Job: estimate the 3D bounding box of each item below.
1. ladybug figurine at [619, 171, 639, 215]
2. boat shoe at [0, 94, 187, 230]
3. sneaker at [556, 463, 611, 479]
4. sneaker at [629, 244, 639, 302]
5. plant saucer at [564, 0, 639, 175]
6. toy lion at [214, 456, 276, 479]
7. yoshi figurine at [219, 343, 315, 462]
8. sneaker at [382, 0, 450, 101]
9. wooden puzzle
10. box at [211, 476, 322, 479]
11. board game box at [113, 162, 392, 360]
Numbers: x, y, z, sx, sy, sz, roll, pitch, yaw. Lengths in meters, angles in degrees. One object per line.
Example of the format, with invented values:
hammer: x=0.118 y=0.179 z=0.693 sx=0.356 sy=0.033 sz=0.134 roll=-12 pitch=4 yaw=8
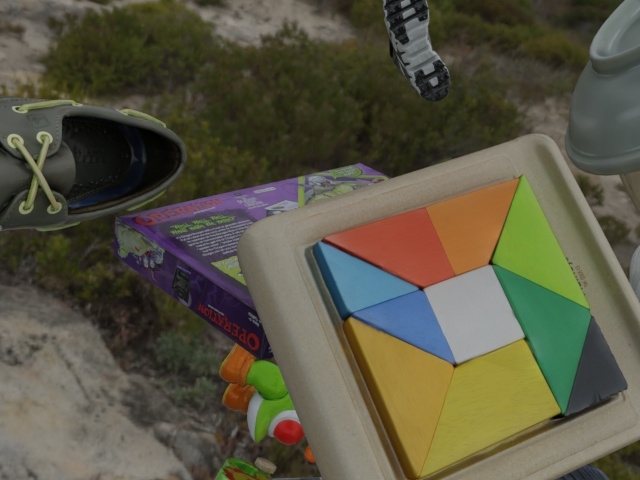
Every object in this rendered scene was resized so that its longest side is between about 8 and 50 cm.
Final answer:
ladybug figurine: x=0.733 y=-0.152 z=1.576 sx=0.449 sy=0.162 sz=0.305 roll=43 pitch=53 yaw=-27
boat shoe: x=-0.222 y=-0.061 z=0.606 sx=0.091 sy=0.109 sz=0.305 roll=4 pitch=11 yaw=25
sneaker: x=0.290 y=0.405 z=1.119 sx=0.131 sy=0.319 sz=0.112 roll=6 pitch=50 yaw=-54
sneaker: x=0.339 y=0.070 z=0.709 sx=0.087 sy=0.092 sz=0.228 roll=-13 pitch=40 yaw=13
plant saucer: x=0.432 y=-0.250 z=0.911 sx=0.100 sy=0.400 sz=0.400 roll=44 pitch=17 yaw=-14
toy lion: x=-0.068 y=0.247 z=0.784 sx=0.096 sy=0.034 sz=0.100 roll=30 pitch=-2 yaw=-37
yoshi figurine: x=0.000 y=0.301 z=1.493 sx=0.362 sy=0.203 sz=0.203 roll=24 pitch=7 yaw=20
sneaker: x=0.149 y=-0.354 z=1.354 sx=0.078 sy=0.234 sz=0.106 roll=-28 pitch=24 yaw=-7
wooden puzzle: x=0.092 y=0.054 z=0.504 sx=0.239 sy=0.044 sz=0.221 roll=-20 pitch=76 yaw=-13
box: x=-0.145 y=0.492 z=1.200 sx=0.307 sy=0.242 sz=0.076 roll=3 pitch=-17 yaw=-20
board game box: x=0.000 y=0.000 z=0.780 sx=0.208 sy=0.056 sz=0.347 roll=34 pitch=34 yaw=33
